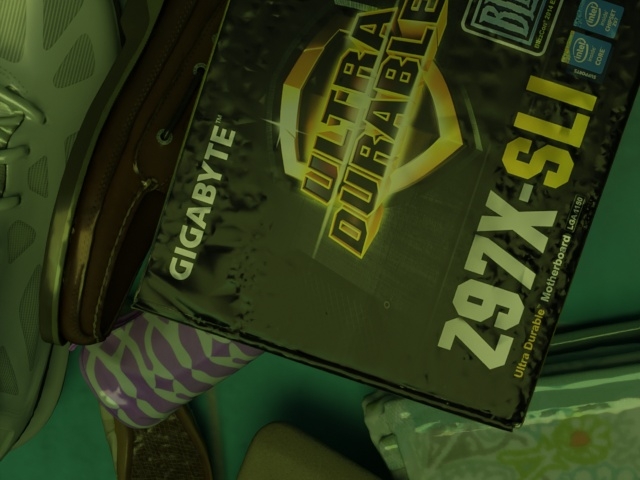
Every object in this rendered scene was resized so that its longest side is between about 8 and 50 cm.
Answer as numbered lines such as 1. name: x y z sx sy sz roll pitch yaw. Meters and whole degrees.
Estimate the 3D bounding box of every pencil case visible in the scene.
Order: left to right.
1. pencil case: -0.074 0.049 1.176 0.206 0.086 0.088 -37 108 21

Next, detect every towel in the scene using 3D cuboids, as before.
1. towel: 0.242 0.220 1.279 0.374 0.090 0.320 -10 109 19

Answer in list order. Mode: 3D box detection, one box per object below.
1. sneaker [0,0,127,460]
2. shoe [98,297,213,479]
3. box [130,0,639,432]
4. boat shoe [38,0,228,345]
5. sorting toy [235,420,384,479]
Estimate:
1. sneaker: -0.239 -0.011 1.161 0.169 0.257 0.447 12 107 4
2. shoe: -0.134 0.144 1.346 0.076 0.058 0.219 -14 117 -6
3. box: 0.052 -0.073 1.057 0.257 0.079 0.322 19 96 -1
4. boat shoe: -0.103 -0.067 1.147 0.104 0.111 0.307 17 86 2
5. sorting toy: 0.043 0.303 1.276 0.307 0.041 0.229 30 115 16
